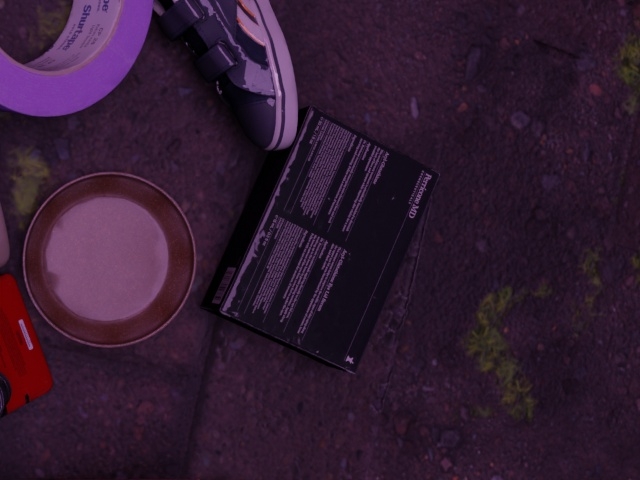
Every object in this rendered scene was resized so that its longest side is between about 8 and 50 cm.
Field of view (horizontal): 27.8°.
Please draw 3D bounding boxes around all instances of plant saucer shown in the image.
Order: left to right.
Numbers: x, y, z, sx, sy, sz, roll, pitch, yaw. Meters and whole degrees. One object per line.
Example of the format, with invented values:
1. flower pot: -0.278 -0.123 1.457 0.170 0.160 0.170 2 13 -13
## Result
1. plant saucer: -0.241 0.022 1.473 0.198 0.036 0.199 0 91 -21

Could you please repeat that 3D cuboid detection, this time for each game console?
1. game console: -0.385 0.125 1.433 0.124 0.085 0.144 -29 104 -49

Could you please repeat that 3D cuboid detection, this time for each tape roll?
1. tape roll: -0.306 -0.269 1.351 0.274 0.090 0.275 -13 109 -45

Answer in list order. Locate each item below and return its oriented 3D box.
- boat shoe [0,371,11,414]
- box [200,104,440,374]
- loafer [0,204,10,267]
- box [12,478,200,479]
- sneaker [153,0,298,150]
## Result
1. boat shoe: -0.476 0.134 1.349 0.306 0.105 0.113 7 99 -1
2. box: 0.000 0.000 1.528 0.184 0.103 0.261 26 82 -16
3. loafer: -0.388 -0.064 1.324 0.092 0.102 0.269 -42 137 -39
4. box: -0.252 0.326 1.361 0.232 0.148 0.127 -3 92 16
5. sneaker: -0.122 -0.249 1.466 0.127 0.126 0.321 -13 85 -24
